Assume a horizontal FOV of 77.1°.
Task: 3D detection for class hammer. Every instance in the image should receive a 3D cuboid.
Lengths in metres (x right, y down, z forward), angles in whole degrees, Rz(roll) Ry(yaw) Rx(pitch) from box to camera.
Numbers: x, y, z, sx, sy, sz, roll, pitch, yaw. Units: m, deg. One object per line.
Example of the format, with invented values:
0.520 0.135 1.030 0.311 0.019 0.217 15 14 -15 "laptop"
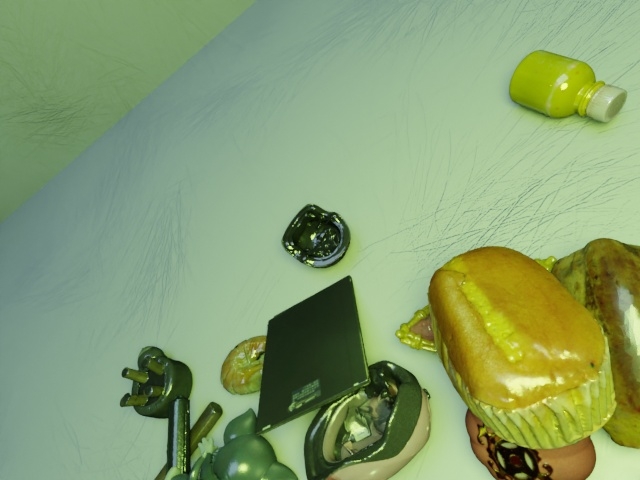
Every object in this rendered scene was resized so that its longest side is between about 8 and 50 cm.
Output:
-0.392 0.588 0.986 0.168 0.044 0.439 32 84 42 "hammer"

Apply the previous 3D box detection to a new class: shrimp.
-0.133 0.297 0.982 0.267 0.061 0.145 -18 45 27 "shrimp"

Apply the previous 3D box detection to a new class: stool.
-0.461 0.385 1.091 0.228 0.139 0.153 17 72 36 "stool"

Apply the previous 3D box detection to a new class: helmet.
0.099 0.350 0.735 0.253 0.154 0.198 -56 12 4 "helmet"
-0.002 0.002 1.041 0.177 0.107 0.153 30 79 22 "helmet"

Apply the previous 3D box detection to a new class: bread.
0.262 0.133 0.582 0.204 0.156 0.288 -26 33 10 "bread"

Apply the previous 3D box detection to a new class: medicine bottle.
0.532 -0.323 0.867 0.122 0.122 0.212 -44 49 3 "medicine bottle"

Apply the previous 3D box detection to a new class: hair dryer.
-0.368 0.524 0.921 0.245 0.116 0.302 -16 56 8 "hair dryer"

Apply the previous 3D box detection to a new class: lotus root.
0.461 0.151 0.603 0.193 0.193 0.290 -10 65 29 "lotus root"

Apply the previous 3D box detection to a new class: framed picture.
-0.024 0.230 0.882 0.255 0.014 0.338 -31 25 13 "framed picture"

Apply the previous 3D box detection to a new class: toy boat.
0.301 0.132 0.767 0.318 0.099 0.141 -29 48 12 "toy boat"

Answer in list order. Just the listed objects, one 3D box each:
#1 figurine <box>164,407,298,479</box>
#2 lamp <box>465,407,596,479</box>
-0.208 0.467 0.814 0.193 0.265 0.140 46 113 40 "figurine"
0.321 0.298 0.624 0.182 0.140 0.181 11 106 41 "lamp"
